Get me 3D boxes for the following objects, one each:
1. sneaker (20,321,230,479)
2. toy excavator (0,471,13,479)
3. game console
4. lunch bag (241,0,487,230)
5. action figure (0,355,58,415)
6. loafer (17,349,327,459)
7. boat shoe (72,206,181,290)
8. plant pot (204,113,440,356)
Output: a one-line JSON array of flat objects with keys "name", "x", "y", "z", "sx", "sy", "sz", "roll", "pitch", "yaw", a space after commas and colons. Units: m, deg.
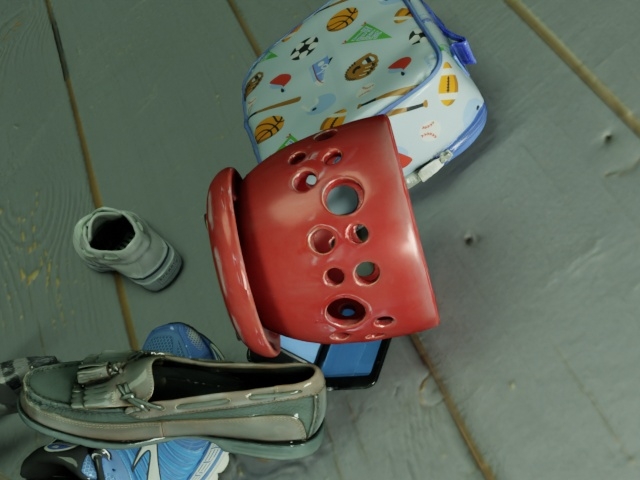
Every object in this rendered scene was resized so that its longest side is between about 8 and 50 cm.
[{"name": "sneaker", "x": -0.176, "y": 0.199, "z": 1.255, "sx": 0.130, "sy": 0.147, "sz": 0.330, "roll": -18, "pitch": 40, "yaw": 34}, {"name": "toy excavator", "x": -0.428, "y": 0.401, "z": 1.174, "sx": 0.222, "sy": 0.445, "sz": 0.433, "roll": -46, "pitch": 51, "yaw": 37}, {"name": "game console", "x": 0.007, "y": 0.072, "z": 1.275, "sx": 0.071, "sy": 0.107, "sz": 0.122, "roll": -48, "pitch": 17, "yaw": 54}, {"name": "lunch bag", "x": 0.044, "y": -0.146, "z": 1.443, "sx": 0.243, "sy": 0.115, "sz": 0.303, "roll": -34, "pitch": 33, "yaw": 10}, {"name": "action figure", "x": -0.445, "y": 0.241, "z": 1.543, "sx": 0.330, "sy": 0.178, "sz": 0.341, "roll": -41, "pitch": 59, "yaw": 16}, {"name": "loafer", "x": -0.125, "y": 0.125, "z": 1.204, "sx": 0.267, "sy": 0.084, "sz": 0.096, "roll": 6, "pitch": 37, "yaw": -4}, {"name": "boat shoe", "x": -0.237, "y": -0.008, "z": 1.619, "sx": 0.083, "sy": 0.076, "sz": 0.226, "roll": -53, "pitch": 34, "yaw": -15}, {"name": "plant pot", "x": 0.000, "y": 0.000, "z": 1.207, "sx": 0.174, "sy": 0.191, "sz": 0.191, "roll": -12, "pitch": 39, "yaw": 5}]
